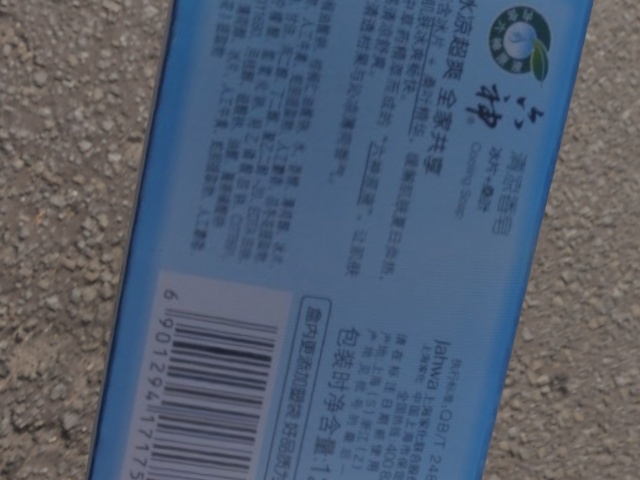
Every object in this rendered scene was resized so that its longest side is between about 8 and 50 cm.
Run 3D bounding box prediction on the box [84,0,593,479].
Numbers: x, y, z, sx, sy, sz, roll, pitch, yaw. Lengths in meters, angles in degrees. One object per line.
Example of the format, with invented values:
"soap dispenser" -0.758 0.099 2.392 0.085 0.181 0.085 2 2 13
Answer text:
"box" 0.000 0.000 0.397 0.142 0.083 0.232 10 97 -11
